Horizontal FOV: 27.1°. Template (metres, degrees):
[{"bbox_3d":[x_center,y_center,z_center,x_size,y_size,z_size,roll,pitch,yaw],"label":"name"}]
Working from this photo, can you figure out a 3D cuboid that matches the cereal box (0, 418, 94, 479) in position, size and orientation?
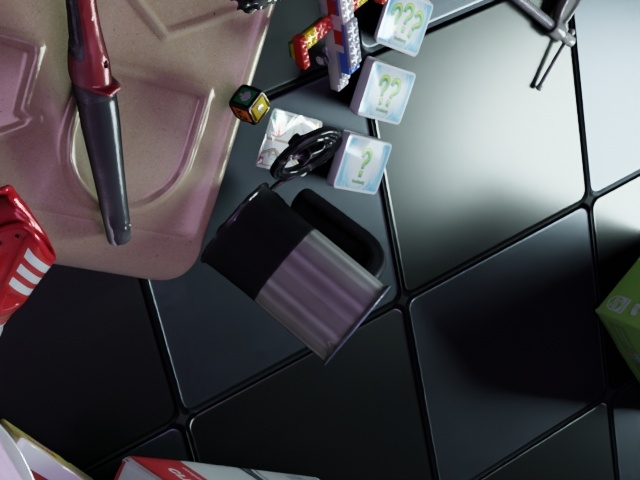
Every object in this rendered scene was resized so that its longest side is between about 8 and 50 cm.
[{"bbox_3d":[-0.268,0.285,1.073,0.240,0.047,0.173,-52,129,-9],"label":"cereal box"}]

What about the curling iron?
[{"bbox_3d":[-0.146,-0.119,0.926,0.068,0.035,0.274,-14,119,-30],"label":"curling iron"}]

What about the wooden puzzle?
[{"bbox_3d":[-0.191,-0.154,0.955,0.322,0.080,0.347,12,104,-38],"label":"wooden puzzle"}]

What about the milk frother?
[{"bbox_3d":[0.000,0.000,1.053,0.135,0.143,0.129,39,62,3],"label":"milk frother"}]

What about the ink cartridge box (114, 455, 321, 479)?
[{"bbox_3d":[-0.080,0.304,1.139,0.273,0.114,0.197,19,95,-54],"label":"ink cartridge box"}]

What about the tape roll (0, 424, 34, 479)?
[{"bbox_3d":[-0.325,0.187,0.889,0.246,0.169,0.246,-4,100,-26],"label":"tape roll"}]

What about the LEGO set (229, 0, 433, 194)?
[{"bbox_3d":[0.024,-0.131,1.086,0.244,0.060,0.182,8,102,-58],"label":"LEGO set"}]

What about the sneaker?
[{"bbox_3d":[-0.271,0.000,0.877,0.128,0.087,0.221,-45,152,21],"label":"sneaker"}]

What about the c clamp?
[{"bbox_3d":[0.203,-0.236,1.243,0.161,0.022,0.137,35,85,-40],"label":"c clamp"}]

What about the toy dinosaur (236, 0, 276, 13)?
[{"bbox_3d":[-0.044,-0.225,0.910,0.268,0.064,0.118,28,86,-36],"label":"toy dinosaur"}]

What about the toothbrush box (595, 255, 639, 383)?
[{"bbox_3d":[0.462,0.136,1.404,0.122,0.283,0.206,-47,127,-12],"label":"toothbrush box"}]
